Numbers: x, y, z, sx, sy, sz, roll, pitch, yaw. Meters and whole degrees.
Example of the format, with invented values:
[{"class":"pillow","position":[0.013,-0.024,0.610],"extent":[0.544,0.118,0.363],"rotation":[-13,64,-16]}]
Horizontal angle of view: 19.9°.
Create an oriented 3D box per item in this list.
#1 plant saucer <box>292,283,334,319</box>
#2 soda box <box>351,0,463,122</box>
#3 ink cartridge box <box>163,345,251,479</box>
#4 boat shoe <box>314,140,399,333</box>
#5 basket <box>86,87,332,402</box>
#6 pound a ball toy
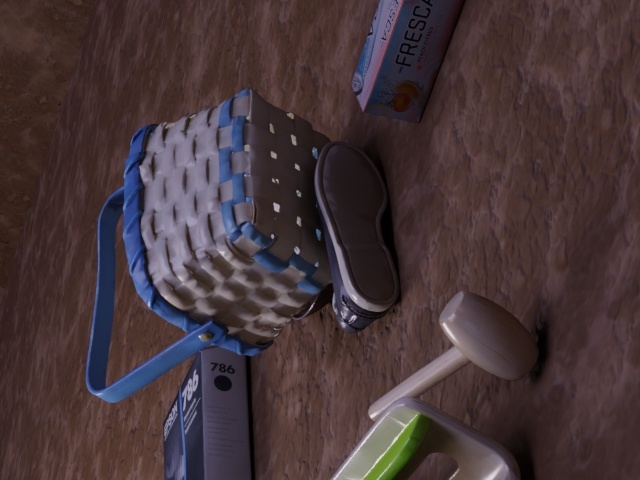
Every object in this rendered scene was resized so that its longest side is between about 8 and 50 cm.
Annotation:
[{"class":"plant saucer","position":[0.000,0.000,1.866],"extent":[0.168,0.029,0.168],"rotation":[-169,90,-73]},{"class":"soda box","position":[0.086,-0.203,1.660],"extent":[0.063,0.058,0.183],"rotation":[-109,34,-57]},{"class":"ink cartridge box","position":[-0.130,0.252,2.082],"extent":[0.165,0.065,0.333],"rotation":[118,156,-46]},{"class":"boat shoe","position":[0.024,-0.004,1.718],"extent":[0.065,0.075,0.206],"rotation":[122,148,-43]},{"class":"basket","position":[-0.123,0.008,1.812],"extent":[0.289,0.201,0.255],"rotation":[-25,49,31]},{"class":"pound a ball toy","position":[0.073,0.212,1.402],"extent":[0.208,0.135,0.319],"rotation":[-61,2,-39]}]
